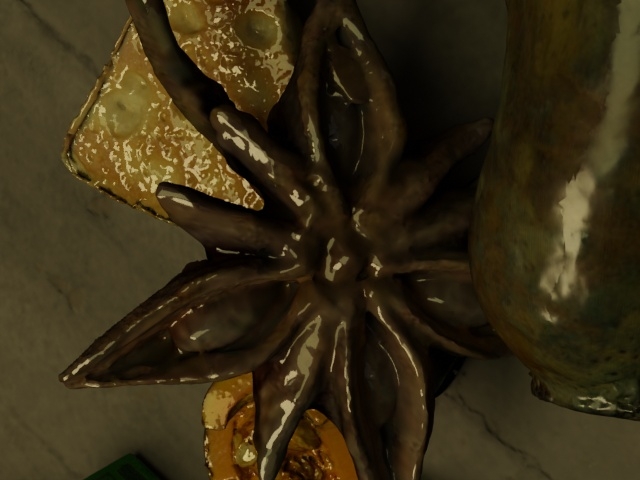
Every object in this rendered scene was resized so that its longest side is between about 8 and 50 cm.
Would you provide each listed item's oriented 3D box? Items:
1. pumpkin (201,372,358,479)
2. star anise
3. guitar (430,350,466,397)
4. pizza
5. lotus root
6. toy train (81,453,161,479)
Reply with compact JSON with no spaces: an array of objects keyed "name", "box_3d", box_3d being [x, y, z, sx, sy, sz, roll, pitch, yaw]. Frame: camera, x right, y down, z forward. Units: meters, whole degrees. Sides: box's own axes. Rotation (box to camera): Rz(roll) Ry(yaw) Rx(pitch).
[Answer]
[{"name":"pumpkin","box_3d":[-0.009,0.161,1.099,0.119,0.107,0.183,-12,83,5]},{"name":"star anise","box_3d":[0.000,0.002,1.007,0.349,0.109,0.292,24,78,-15]},{"name":"guitar","box_3d":[-0.003,0.019,1.120,0.233,0.025,0.088,35,111,20]},{"name":"pizza","box_3d":[-0.048,-0.085,1.099,0.204,0.080,0.188,30,113,11]},{"name":"lotus root","box_3d":[0.190,-0.072,0.888,0.250,0.250,0.346,13,104,25]},{"name":"toy train","box_3d":[-0.089,0.251,1.150,0.251,0.119,0.085,38,120,16]}]
